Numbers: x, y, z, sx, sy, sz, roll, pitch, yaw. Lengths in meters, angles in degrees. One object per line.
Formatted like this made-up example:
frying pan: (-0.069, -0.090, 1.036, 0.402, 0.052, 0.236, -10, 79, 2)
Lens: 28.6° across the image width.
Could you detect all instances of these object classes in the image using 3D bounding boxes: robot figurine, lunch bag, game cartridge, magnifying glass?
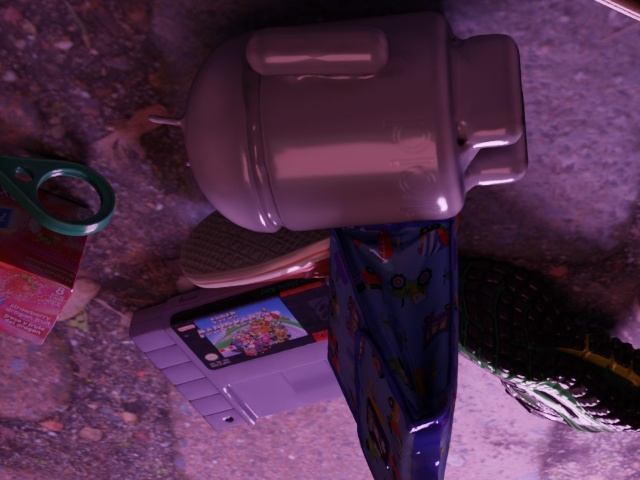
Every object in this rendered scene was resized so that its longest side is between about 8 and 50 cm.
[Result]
robot figurine: (0.020, -0.113, 1.219, 0.353, 0.200, 0.300, -5, 149, 11)
lunch bag: (0.091, 0.153, 1.283, 0.138, 0.293, 0.221, -5, 136, -6)
game cartridge: (-0.038, 0.128, 1.585, 0.355, 0.068, 0.230, -17, 136, 22)
magnifying glass: (-0.337, -0.074, 1.390, 0.231, 0.092, 0.026, 23, 138, -3)

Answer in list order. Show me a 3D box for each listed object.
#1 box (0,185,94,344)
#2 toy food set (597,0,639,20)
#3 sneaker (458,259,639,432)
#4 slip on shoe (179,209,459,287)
box: (-0.405, -0.001, 1.432, 0.256, 0.128, 0.123, 23, 134, -17)
toy food set: (0.348, -0.253, 1.118, 0.306, 0.092, 0.220, 20, 135, -16)
sneaker: (0.248, 0.149, 1.526, 0.343, 0.134, 0.146, 33, 147, -16)
slip on shoe: (0.000, 0.000, 1.408, 0.331, 0.123, 0.101, -13, 138, 12)
